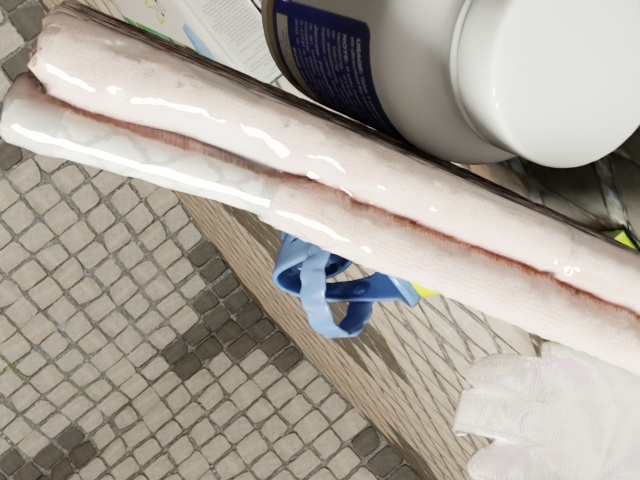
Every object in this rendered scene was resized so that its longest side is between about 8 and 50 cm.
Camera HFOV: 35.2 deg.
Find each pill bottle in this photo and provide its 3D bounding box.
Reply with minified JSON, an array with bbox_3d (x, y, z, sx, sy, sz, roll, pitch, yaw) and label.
[{"bbox_3d":[0.058,-0.095,0.452,0.112,0.112,0.186,56,170,-31],"label":"pill bottle"}]

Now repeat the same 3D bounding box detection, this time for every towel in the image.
[{"bbox_3d":[0.009,-0.035,0.509,0.316,0.053,0.332,21,-171,-16],"label":"towel"}]

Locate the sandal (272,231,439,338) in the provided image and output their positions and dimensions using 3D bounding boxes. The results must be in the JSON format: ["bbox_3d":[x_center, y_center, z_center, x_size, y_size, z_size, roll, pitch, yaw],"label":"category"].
[{"bbox_3d":[0.000,0.000,1.035,0.126,0.138,0.317,53,172,-30],"label":"sandal"}]

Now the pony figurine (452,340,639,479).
[{"bbox_3d":[0.221,0.219,0.503,0.350,0.303,0.363,-4,133,30],"label":"pony figurine"}]

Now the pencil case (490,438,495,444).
[{"bbox_3d":[0.251,0.214,0.748,0.273,0.113,0.124,46,-170,26],"label":"pencil case"}]

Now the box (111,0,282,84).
[{"bbox_3d":[-0.143,-0.233,1.034,0.232,0.058,0.322,52,171,-8],"label":"box"}]

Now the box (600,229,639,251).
[{"bbox_3d":[0.205,0.074,0.638,0.178,0.042,0.109,52,171,-7],"label":"box"}]

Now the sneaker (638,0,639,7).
[{"bbox_3d":[0.119,-0.101,0.283,0.237,0.085,0.086,58,-165,-56],"label":"sneaker"}]
